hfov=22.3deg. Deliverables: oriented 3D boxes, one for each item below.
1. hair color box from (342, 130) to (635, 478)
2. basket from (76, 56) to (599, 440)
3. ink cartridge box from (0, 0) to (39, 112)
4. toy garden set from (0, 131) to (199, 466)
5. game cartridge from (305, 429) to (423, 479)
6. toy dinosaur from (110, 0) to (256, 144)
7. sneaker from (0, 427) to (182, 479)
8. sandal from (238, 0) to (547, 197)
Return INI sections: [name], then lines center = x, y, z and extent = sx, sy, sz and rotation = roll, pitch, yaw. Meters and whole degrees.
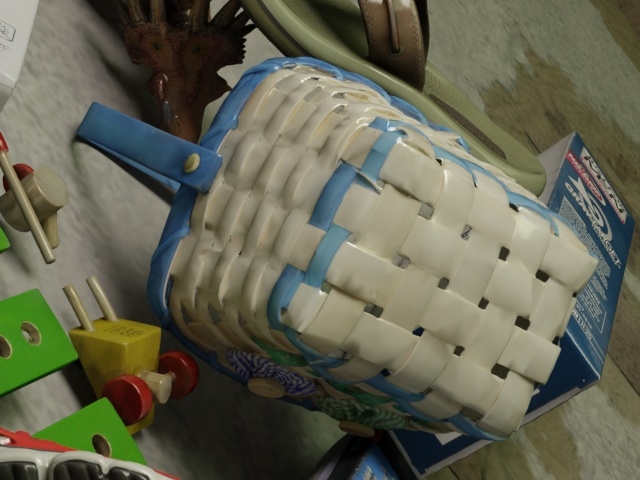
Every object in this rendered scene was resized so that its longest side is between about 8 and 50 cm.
[hair color box]
center = 0.142, 0.042, 1.289
extent = 0.105, 0.174, 0.347
rotation = 55, 23, -8
[basket]
center = 0.000, 0.000, 1.001
extent = 0.255, 0.201, 0.289
rotation = 28, 1, -32
[ink cartridge box]
center = -0.231, -0.179, 0.893
extent = 0.165, 0.065, 0.332
rotation = 27, 30, -18
[toy garden set]
center = -0.174, 0.026, 0.847
extent = 0.244, 0.049, 0.204
rotation = 58, 25, 3
[game cartridge]
center = 0.063, 0.228, 0.933
extent = 0.230, 0.068, 0.355
rotation = 62, 7, 1
[toy dinosaur]
center = -0.125, -0.217, 1.141
extent = 0.295, 0.127, 0.200
rotation = 54, 22, -12
[sneaker]
center = -0.117, 0.110, 0.637
extent = 0.279, 0.107, 0.118
rotation = 18, 9, 9
[sandal]
center = 0.048, -0.140, 1.086
extent = 0.303, 0.086, 0.120
rotation = 37, 25, -16
